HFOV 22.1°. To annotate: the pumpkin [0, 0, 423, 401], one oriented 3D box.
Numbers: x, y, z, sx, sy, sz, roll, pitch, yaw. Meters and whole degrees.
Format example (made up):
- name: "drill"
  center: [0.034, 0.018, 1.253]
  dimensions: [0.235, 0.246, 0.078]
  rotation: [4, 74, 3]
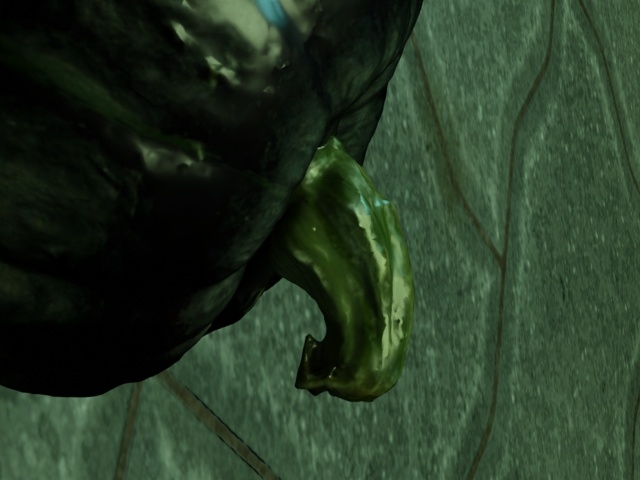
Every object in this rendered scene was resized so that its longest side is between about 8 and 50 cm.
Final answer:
- name: "pumpkin"
  center: [-0.057, -0.057, 0.684]
  dimensions: [0.296, 0.295, 0.296]
  rotation: [-7, 90, -66]
